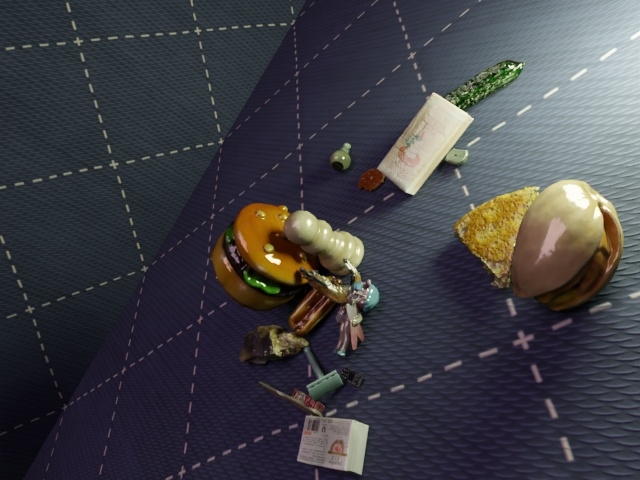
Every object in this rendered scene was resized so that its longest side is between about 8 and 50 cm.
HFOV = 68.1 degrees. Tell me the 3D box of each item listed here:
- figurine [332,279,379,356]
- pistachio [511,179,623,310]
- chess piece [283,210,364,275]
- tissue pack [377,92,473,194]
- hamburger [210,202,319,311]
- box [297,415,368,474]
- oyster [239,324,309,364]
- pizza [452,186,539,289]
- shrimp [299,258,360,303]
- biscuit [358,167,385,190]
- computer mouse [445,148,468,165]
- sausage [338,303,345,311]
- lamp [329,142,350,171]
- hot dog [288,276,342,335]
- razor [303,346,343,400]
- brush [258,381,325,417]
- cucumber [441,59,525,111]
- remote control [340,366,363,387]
[{"bbox_3d":[0.109,0.256,1.546,0.205,0.103,0.259,116,175,-77],"label":"figurine"},{"bbox_3d":[0.561,0.006,1.094,0.230,0.230,0.308,21,91,54],"label":"pistachio"},{"bbox_3d":[0.000,0.000,1.679,0.167,0.300,0.166,-28,46,34],"label":"chess piece"},{"bbox_3d":[0.357,-0.334,1.647,0.325,0.071,0.170,-54,55,18],"label":"tissue pack"},{"bbox_3d":[-0.189,0.058,1.788,0.277,0.396,0.395,-44,36,33],"label":"hamburger"},{"bbox_3d":[0.034,0.588,1.371,0.199,0.081,0.135,-15,53,45],"label":"box"},{"bbox_3d":[-0.193,0.387,1.766,0.342,0.110,0.166,-5,60,47],"label":"oyster"},{"bbox_3d":[0.484,0.013,1.303,0.280,0.075,0.287,-24,48,42],"label":"pizza"},{"bbox_3d":[0.037,0.120,1.639,0.152,0.220,0.046,-61,-6,-1],"label":"shrimp"},{"bbox_3d":[0.203,-0.239,1.866,0.131,0.019,0.102,9,70,52],"label":"biscuit"},{"bbox_3d":[0.460,-0.277,1.586,0.055,0.032,0.110,-53,25,3],"label":"computer mouse"},{"bbox_3d":[0.084,0.212,1.659,0.015,0.015,0.100,0,63,50],"label":"sausage"},{"bbox_3d":[0.097,-0.371,2.049,0.091,0.091,0.163,-19,35,41],"label":"lamp"},{"bbox_3d":[-0.013,0.234,1.697,0.100,0.068,0.249,43,94,16],"label":"hot dog"},{"bbox_3d":[-0.017,0.421,1.565,0.106,0.068,0.232,-27,25,-9],"label":"razor"},{"bbox_3d":[-0.101,0.523,1.600,0.321,0.060,0.050,3,53,50],"label":"brush"},{"bbox_3d":[0.526,-0.516,1.641,0.360,0.096,0.096,-30,43,33],"label":"cucumber"},{"bbox_3d":[0.099,0.427,1.476,0.096,0.014,0.039,10,71,53],"label":"remote control"}]
